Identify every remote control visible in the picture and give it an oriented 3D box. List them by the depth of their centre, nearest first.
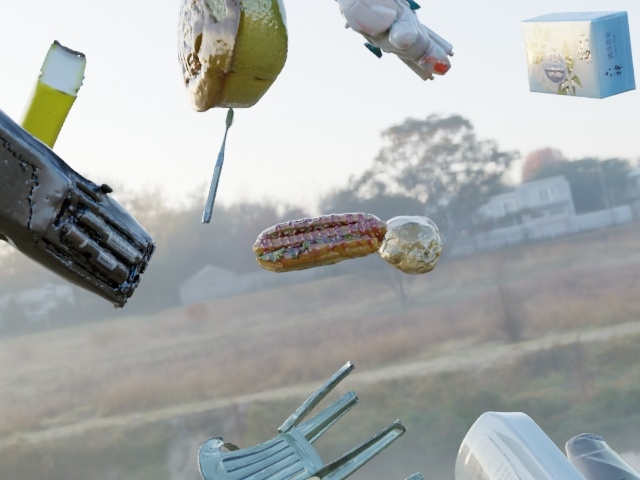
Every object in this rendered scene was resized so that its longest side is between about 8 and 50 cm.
[{"bbox_3d":[-0.344,-0.052,1.146,0.062,0.144,0.399,-1,-29,37],"label":"remote control"}]

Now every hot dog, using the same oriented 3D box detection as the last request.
[{"bbox_3d":[0.000,-0.001,0.990,0.144,0.062,0.038,-10,-44,14],"label":"hot dog"}]

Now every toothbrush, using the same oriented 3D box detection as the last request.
[{"bbox_3d":[-0.181,-0.133,1.718,0.016,0.219,0.019,10,-15,3],"label":"toothbrush"}]

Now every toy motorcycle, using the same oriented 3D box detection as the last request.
[{"bbox_3d":[0.110,-0.341,1.534,0.260,0.110,0.171,33,15,-28],"label":"toy motorcycle"}]

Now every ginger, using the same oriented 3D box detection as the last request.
[{"bbox_3d":[0.120,0.003,1.293,0.095,0.069,0.190,16,8,-2],"label":"ginger"}]

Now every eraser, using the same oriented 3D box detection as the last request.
[{"bbox_3d":[-0.440,-0.181,1.519,0.069,0.158,0.226,21,-61,-20],"label":"eraser"}]

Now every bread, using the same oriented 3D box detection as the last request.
[{"bbox_3d":[-0.162,-0.350,1.646,0.148,0.269,0.270,0,-10,-29],"label":"bread"}]

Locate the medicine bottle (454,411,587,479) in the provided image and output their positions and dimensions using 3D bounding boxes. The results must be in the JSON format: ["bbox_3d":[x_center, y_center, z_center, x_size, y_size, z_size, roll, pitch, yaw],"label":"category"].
[{"bbox_3d":[0.343,0.424,1.520,0.124,0.179,0.324,8,24,-27],"label":"medicine bottle"}]

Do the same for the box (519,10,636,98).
[{"bbox_3d":[0.471,-0.345,1.784,0.083,0.142,0.232,-17,18,-17],"label":"box"}]

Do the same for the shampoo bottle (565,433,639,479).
[{"bbox_3d":[0.496,0.439,1.588,0.126,0.084,0.350,-25,23,6],"label":"shampoo bottle"}]

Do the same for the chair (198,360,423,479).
[{"bbox_3d":[-0.021,0.320,1.402,0.275,0.203,0.190,-34,-36,-14],"label":"chair"}]
